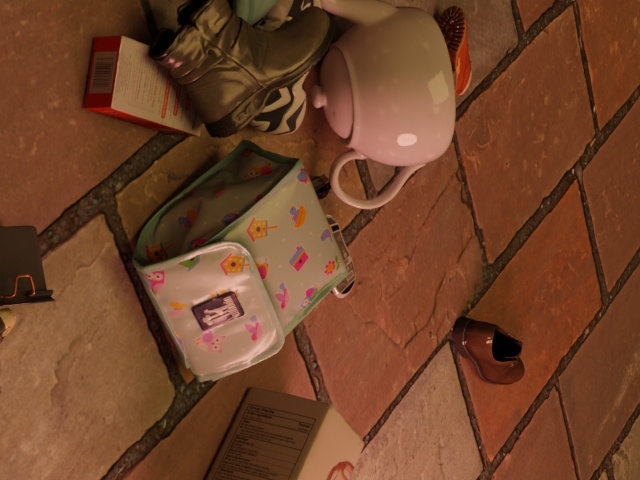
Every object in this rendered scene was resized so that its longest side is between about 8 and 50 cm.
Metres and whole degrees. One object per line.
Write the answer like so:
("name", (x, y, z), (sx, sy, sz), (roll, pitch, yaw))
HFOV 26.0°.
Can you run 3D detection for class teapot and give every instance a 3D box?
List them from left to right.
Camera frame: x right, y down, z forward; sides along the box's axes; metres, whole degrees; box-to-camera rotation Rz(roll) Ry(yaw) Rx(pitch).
("teapot", (0.079, -0.215, 2.036), (0.252, 0.187, 0.256), (103, -26, -62))

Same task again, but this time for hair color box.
("hair color box", (-0.217, -0.192, 1.744), (0.167, 0.053, 0.093), (15, 81, -52))

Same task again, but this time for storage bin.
("storage bin", (-0.366, 0.030, 1.548), (0.135, 0.098, 0.091), (-4, 88, -53))

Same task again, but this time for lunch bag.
("lunch bag", (-0.113, 0.034, 1.837), (0.262, 0.160, 0.223), (-45, 133, -26))

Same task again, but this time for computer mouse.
("computer mouse", (0.000, 0.000, 2.082), (0.106, 0.042, 0.193), (-42, 122, -48))

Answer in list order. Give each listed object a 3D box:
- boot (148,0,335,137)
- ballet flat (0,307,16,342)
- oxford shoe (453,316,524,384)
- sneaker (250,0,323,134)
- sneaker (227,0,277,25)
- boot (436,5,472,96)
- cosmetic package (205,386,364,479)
("boot", (-0.094, -0.260, 1.755), (0.246, 0.083, 0.161), (-47, 123, -24))
("ballet flat", (-0.395, 0.144, 1.545), (0.173, 0.049, 0.057), (-52, 162, -30))
("oxford shoe", (0.329, 0.212, 2.515), (0.227, 0.096, 0.083), (38, 63, -51))
("sneaker", (-0.076, -0.265, 1.889), (0.153, 0.094, 0.235), (0, 105, -62))
("sneaker", (-0.148, -0.398, 1.728), (0.150, 0.135, 0.366), (-52, 137, -17))
("boot", (0.226, -0.316, 2.332), (0.085, 0.059, 0.158), (-12, 113, -56))
("cosmetic package", (-0.075, 0.372, 1.942), (0.129, 0.153, 0.296), (53, 56, -45))
